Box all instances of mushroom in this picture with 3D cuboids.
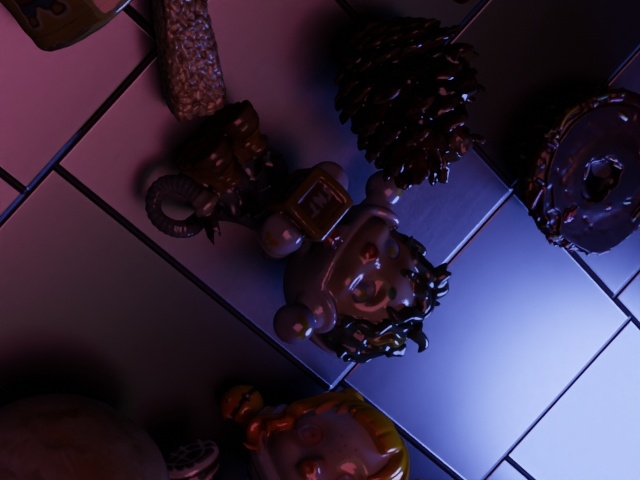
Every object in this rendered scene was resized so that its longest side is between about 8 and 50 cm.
[{"bbox_3d":[-0.310,0.341,1.423,0.293,0.292,0.290,-29,151,-11],"label":"mushroom"}]

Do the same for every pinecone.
[{"bbox_3d":[0.105,-0.164,1.403,0.184,0.179,0.204,-9,86,-52],"label":"pinecone"}]

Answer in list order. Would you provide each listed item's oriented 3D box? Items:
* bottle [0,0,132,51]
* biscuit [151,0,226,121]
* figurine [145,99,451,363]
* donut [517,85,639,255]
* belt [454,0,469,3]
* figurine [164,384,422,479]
[{"bbox_3d":[-0.326,-0.364,1.153,0.171,0.171,0.351,-44,119,-3],"label":"bottle"},{"bbox_3d":[-0.151,-0.220,1.334,0.070,0.082,0.168,-17,116,-20],"label":"biscuit"},{"bbox_3d":[0.003,-0.003,1.438,0.261,0.186,0.382,-48,116,-12],"label":"figurine"},{"bbox_3d":[0.365,-0.099,1.609,0.235,0.089,0.235,-9,114,-21],"label":"donut"},{"bbox_3d":[0.177,-0.391,1.385,0.124,0.128,0.200,-32,123,-10],"label":"belt"},{"bbox_3d":[-0.017,0.322,1.530,0.323,0.320,0.196,-25,156,-24],"label":"figurine"}]
